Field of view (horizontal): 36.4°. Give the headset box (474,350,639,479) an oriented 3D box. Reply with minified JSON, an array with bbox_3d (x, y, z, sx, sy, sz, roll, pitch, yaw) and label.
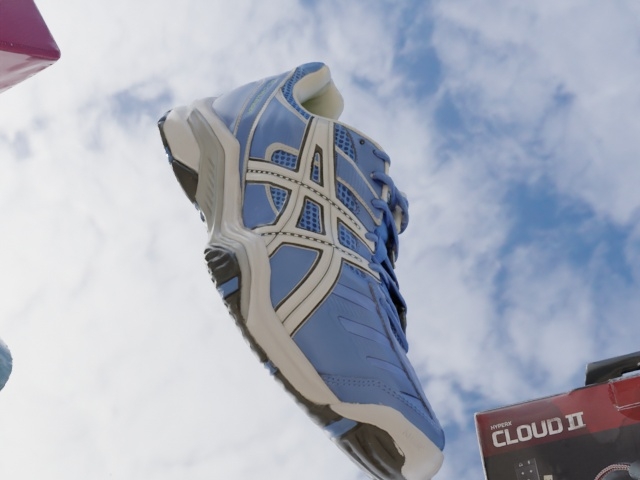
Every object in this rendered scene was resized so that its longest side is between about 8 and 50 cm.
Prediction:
[{"bbox_3d":[0.227,0.199,0.575,0.218,0.110,0.293,-18,-120,19],"label":"headset box"}]

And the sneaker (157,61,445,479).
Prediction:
[{"bbox_3d":[0.000,0.000,0.387,0.081,0.080,0.211,-29,-126,2],"label":"sneaker"}]

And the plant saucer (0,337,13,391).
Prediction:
[{"bbox_3d":[-0.242,0.052,0.440,0.195,0.195,0.037,-3,-72,-13],"label":"plant saucer"}]

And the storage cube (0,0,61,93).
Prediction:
[{"bbox_3d":[-0.299,-0.149,0.542,0.184,0.193,0.215,-28,-92,14],"label":"storage cube"}]
